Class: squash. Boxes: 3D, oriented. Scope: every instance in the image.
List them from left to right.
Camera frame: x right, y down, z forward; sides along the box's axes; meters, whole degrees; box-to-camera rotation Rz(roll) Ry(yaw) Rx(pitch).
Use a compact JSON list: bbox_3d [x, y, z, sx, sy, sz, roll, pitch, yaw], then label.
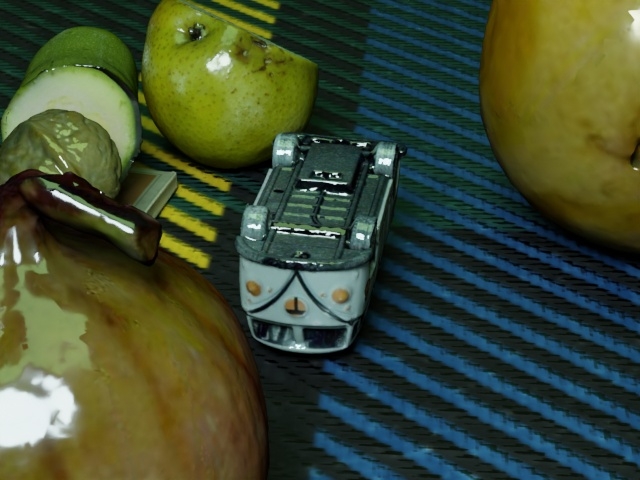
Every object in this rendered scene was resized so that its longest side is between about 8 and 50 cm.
[{"bbox_3d":[-0.169,-0.098,1.317,0.095,0.095,0.188,-1,18,-3],"label":"squash"}]

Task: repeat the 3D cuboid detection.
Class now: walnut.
[{"bbox_3d":[-0.168,-0.042,1.189,0.092,0.092,0.092,1,25,0],"label":"walnut"}]

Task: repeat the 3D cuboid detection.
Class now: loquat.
[{"bbox_3d":[0.231,-0.115,1.192,0.263,0.263,0.263,1,25,0],"label":"loquat"}]

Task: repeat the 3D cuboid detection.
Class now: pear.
[{"bbox_3d":[-0.073,-0.107,1.342,0.141,0.104,0.141,27,2,-1],"label":"pear"}]

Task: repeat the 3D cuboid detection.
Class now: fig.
[{"bbox_3d":[-0.137,0.080,0.845,0.235,0.214,0.235,-23,17,7],"label":"fig"}]

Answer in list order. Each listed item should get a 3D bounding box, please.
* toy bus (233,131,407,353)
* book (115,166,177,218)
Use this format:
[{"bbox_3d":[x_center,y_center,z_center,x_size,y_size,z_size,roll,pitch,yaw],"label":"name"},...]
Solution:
[{"bbox_3d":[0.000,0.000,1.137,0.087,0.089,0.194,5,25,6],"label":"toy bus"},{"bbox_3d":[-0.205,-0.004,1.224,0.170,0.018,0.241,6,24,11],"label":"book"}]
